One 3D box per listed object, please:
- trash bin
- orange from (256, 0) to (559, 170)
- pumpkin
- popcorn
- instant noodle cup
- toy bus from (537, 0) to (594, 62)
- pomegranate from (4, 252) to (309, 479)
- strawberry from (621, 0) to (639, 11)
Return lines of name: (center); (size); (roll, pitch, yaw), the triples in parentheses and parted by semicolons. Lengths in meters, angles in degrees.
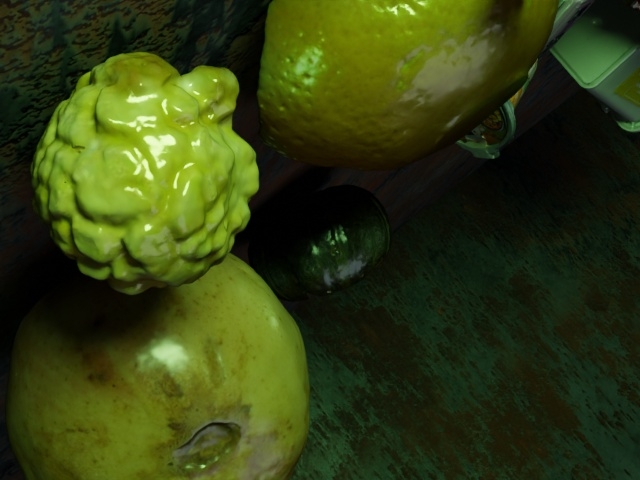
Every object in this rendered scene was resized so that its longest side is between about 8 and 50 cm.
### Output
trash bin: (0.549, -0.388, 1.532); (0.256, 0.296, 0.367); (-43, 157, 28)
orange: (0.086, -0.189, 0.743); (0.334, 0.196, 0.263); (-30, 155, -18)
pumpkin: (-0.001, -0.002, 1.286); (0.237, 0.159, 0.238); (-25, -173, 3)
popcorn: (-0.117, -0.050, 0.582); (0.180, 0.170, 0.180); (-22, 160, -9)
instant noodle cup: (0.209, -0.226, 1.108); (0.126, 0.177, 0.208); (-53, 145, -19)
toy bus: (0.297, -0.315, 1.156); (0.096, 0.108, 0.199); (-34, 170, -34)
pomegranate: (-0.173, 0.158, 0.895); (0.338, 0.338, 0.338); (-39, 172, -7)
strawberry: (0.541, -0.450, 1.187); (0.257, 0.257, 0.277); (-27, 147, -59)
